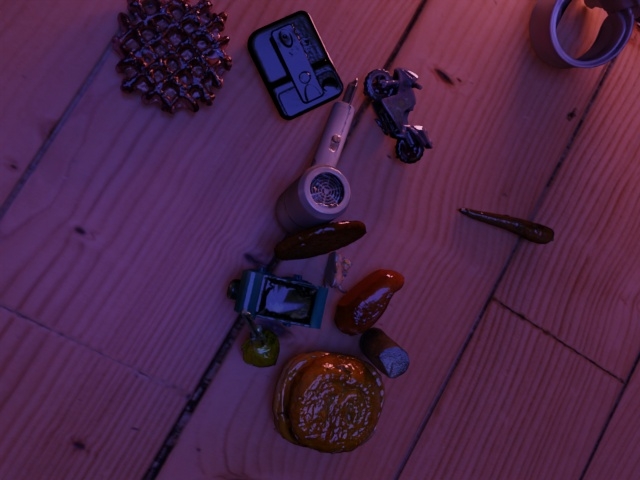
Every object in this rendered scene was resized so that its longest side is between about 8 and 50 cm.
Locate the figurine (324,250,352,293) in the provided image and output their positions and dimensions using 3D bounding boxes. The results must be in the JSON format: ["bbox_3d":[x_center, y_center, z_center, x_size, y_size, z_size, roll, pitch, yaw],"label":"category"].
[{"bbox_3d":[0.039,0.068,1.182,0.050,0.047,0.083,17,79,-32],"label":"figurine"}]

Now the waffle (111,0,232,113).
[{"bbox_3d":[-0.280,-0.357,1.059,0.221,0.055,0.234,3,86,-16],"label":"waffle"}]

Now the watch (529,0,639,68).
[{"bbox_3d":[0.587,-0.528,1.284,0.244,0.196,0.231,38,102,-15],"label":"watch"}]

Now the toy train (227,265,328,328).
[{"bbox_3d":[-0.079,0.114,1.086,0.198,0.154,0.107,14,85,-16],"label":"toy train"}]

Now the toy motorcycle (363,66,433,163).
[{"bbox_3d":[0.178,-0.277,1.195,0.122,0.080,0.215,-33,106,-11],"label":"toy motorcycle"}]

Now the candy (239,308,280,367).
[{"bbox_3d":[-0.121,0.176,1.037,0.073,0.262,0.077,16,65,10],"label":"candy"}]

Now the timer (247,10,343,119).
[{"bbox_3d":[-0.050,-0.353,1.118,0.144,0.055,0.187,-27,95,-7],"label":"timer"}]

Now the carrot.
[{"bbox_3d":[0.436,-0.039,1.302,0.254,0.049,0.049,15,87,-13],"label":"carrot"}]

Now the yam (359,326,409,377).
[{"bbox_3d":[0.128,0.231,1.150,0.068,0.169,0.068,-1,95,-8],"label":"yam"}]

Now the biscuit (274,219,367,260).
[{"bbox_3d":[0.000,-0.001,1.092,0.188,0.188,0.027,-13,76,-17],"label":"biscuit"}]

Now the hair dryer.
[{"bbox_3d":[0.021,-0.190,1.118,0.107,0.173,0.357,23,72,-16],"label":"hair dryer"}]

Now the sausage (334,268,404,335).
[{"bbox_3d":[0.104,0.125,1.177,0.179,0.089,0.089,-44,103,-11],"label":"sausage"}]

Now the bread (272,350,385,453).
[{"bbox_3d":[0.022,0.329,1.140,0.236,0.120,0.198,13,86,-18],"label":"bread"}]
